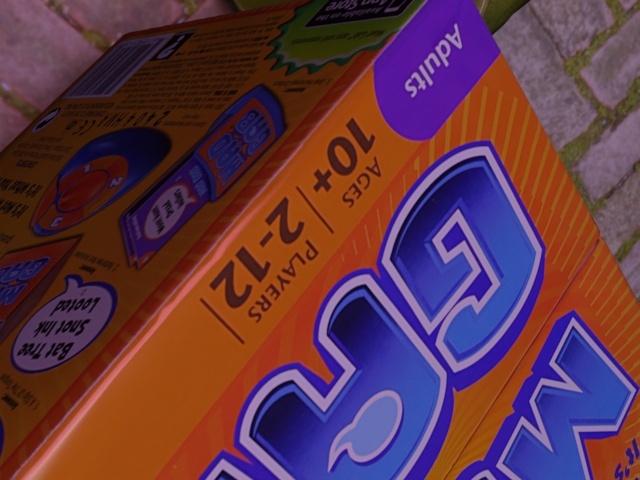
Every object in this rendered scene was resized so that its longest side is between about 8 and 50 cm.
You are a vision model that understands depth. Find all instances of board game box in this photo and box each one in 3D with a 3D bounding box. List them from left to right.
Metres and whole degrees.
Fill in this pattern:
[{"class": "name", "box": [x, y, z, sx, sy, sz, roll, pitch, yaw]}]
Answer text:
[{"class": "board game box", "box": [-0.054, 0.104, 0.541, 0.356, 0.357, 0.356, -51, 123, -20]}]

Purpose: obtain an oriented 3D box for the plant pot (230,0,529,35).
[{"class": "plant pot", "box": [0.117, -0.341, 0.648, 0.353, 0.367, 0.366, -30, 119, -27]}]
